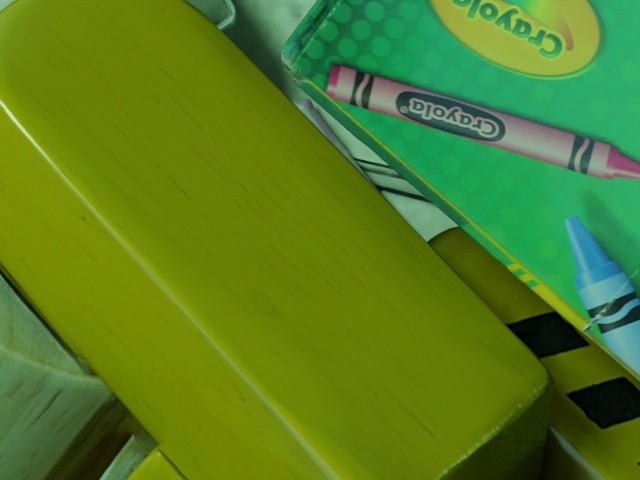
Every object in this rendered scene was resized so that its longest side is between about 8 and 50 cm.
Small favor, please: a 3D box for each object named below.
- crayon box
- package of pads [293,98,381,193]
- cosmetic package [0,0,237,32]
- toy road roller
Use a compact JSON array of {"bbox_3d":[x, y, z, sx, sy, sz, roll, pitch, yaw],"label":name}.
[{"bbox_3d":[0.142,-0.002,0.513,0.278,0.165,0.081,41,116,6],"label":"crayon box"},{"bbox_3d":[0.000,0.000,0.643,0.050,0.032,0.083,-38,90,28],"label":"package of pads"},{"bbox_3d":[-0.201,-0.050,0.629,0.309,0.113,0.160,-32,92,27],"label":"cosmetic package"},{"bbox_3d":[0.015,0.078,0.541,0.329,0.240,0.202,45,128,7],"label":"toy road roller"}]
